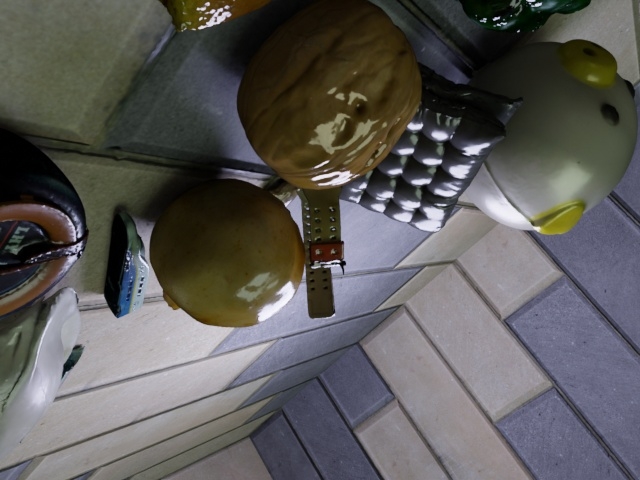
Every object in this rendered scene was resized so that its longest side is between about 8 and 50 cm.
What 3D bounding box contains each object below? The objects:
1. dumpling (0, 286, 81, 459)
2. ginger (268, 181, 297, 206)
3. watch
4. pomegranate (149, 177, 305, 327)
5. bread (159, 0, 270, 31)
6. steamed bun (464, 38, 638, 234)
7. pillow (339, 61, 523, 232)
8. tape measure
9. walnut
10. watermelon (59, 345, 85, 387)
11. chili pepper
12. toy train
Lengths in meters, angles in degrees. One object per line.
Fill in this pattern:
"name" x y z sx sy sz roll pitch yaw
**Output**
"dumpling" -0.460 0.201 0.725 0.260 0.181 0.341 -124 -126 -89
"ginger" -0.086 -0.058 0.893 0.057 0.044 0.137 31 108 -30
"watch" 0.000 -0.007 0.808 0.102 0.268 0.165 -4 176 -5
"pomegranate" -0.129 0.019 0.746 0.233 0.233 0.233 -31 159 -13
"bread" -0.073 -0.261 0.375 0.132 0.103 0.172 -36 163 -27
"steamed bun" 0.401 -0.191 0.941 0.374 0.334 0.334 -39 166 -39
"pillow" 0.142 -0.142 0.833 0.326 0.228 0.101 106 8 -63
"tape measure" -0.339 -0.010 0.479 0.202 0.135 0.223 -52 158 14
"walnut" 0.012 -0.169 0.604 0.221 0.195 0.195 -46 158 8
"watermelon" -0.485 0.262 0.898 0.180 0.081 0.094 -67 171 -56
"chili pepper" 0.217 -0.338 0.591 0.165 0.173 0.261 -19 174 39
"toy train" -0.286 0.034 0.767 0.051 0.052 0.234 -22 155 -39
